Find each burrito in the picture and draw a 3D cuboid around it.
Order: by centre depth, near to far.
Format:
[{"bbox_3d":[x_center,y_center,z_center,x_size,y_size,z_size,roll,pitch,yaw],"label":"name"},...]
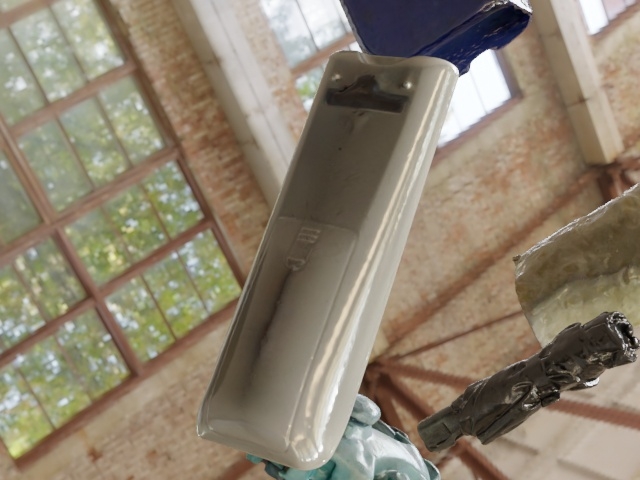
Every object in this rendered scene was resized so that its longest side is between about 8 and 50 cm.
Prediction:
[{"bbox_3d":[0.347,0.007,1.151,0.299,0.105,0.143,-32,-121,15],"label":"burrito"}]

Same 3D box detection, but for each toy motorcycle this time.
[{"bbox_3d":[0.023,0.239,1.245,0.154,0.260,0.206,-60,175,13],"label":"toy motorcycle"}]

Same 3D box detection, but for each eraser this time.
[{"bbox_3d":[0.060,-0.307,0.996,0.155,0.332,0.102,-31,161,27],"label":"eraser"}]

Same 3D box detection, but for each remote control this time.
[{"bbox_3d":[0.000,0.000,0.766,0.109,0.055,0.313,11,-106,31],"label":"remote control"}]

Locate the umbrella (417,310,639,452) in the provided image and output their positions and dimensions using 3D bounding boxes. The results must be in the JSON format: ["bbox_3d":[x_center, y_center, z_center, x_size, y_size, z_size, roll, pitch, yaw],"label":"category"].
[{"bbox_3d":[0.194,0.142,1.036,0.236,0.059,0.066,-34,178,26],"label":"umbrella"}]
